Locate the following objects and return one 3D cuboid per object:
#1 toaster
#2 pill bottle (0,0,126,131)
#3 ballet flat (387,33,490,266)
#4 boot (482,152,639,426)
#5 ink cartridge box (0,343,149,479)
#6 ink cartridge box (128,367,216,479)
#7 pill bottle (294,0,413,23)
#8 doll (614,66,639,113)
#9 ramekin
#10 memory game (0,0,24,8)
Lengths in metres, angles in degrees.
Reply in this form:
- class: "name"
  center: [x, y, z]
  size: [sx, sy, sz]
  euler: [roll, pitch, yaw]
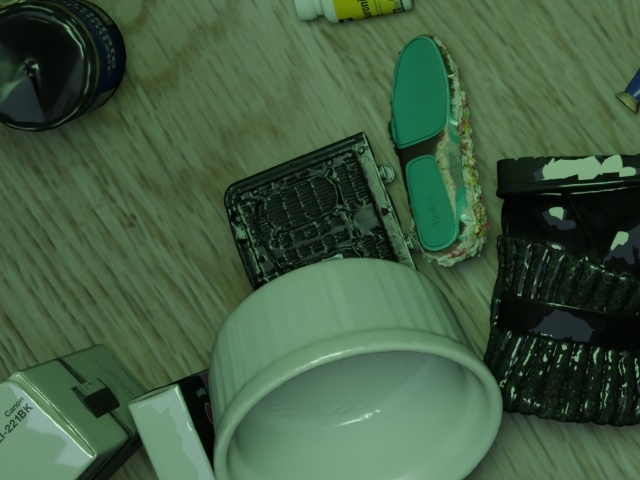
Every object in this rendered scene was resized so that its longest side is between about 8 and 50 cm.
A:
- class: "toaster"
  center: [0.000, 0.000, 1.595]
  size: [0.186, 0.110, 0.168]
  euler: [-22, 88, 9]
- class: "pill bottle"
  center: [-0.261, -0.180, 1.571]
  size: [0.123, 0.219, 0.123]
  euler: [1, 101, 4]
- class: "ballet flat"
  center: [0.120, -0.086, 1.586]
  size: [0.091, 0.077, 0.241]
  euler: [-15, 71, 32]
- class: "boot"
  center: [0.326, 0.051, 1.531]
  size: [0.348, 0.131, 0.260]
  euler: [0, 84, 20]
- class: "ink cartridge box"
  center: [-0.282, 0.218, 1.563]
  size: [0.114, 0.273, 0.197]
  euler: [45, 98, 6]
- class: "ink cartridge box"
  center: [-0.077, 0.311, 1.581]
  size: [0.069, 0.176, 0.371]
  euler: [-21, 88, 9]
- class: "pill bottle"
  center: [0.033, -0.256, 1.607]
  size: [0.116, 0.065, 0.065]
  euler: [-9, 90, 10]
- class: "doll"
  center: [0.377, -0.193, 1.563]
  size: [0.129, 0.046, 0.189]
  euler: [45, 98, 4]
- class: "ramekin"
  center: [0.023, 0.144, 1.517]
  size: [0.277, 0.277, 0.135]
  euler: [-25, 46, 9]
- class: "memory game"
  center: [-0.292, -0.296, 1.621]
  size: [0.186, 0.186, 0.012]
  euler: [-23, 131, 9]
